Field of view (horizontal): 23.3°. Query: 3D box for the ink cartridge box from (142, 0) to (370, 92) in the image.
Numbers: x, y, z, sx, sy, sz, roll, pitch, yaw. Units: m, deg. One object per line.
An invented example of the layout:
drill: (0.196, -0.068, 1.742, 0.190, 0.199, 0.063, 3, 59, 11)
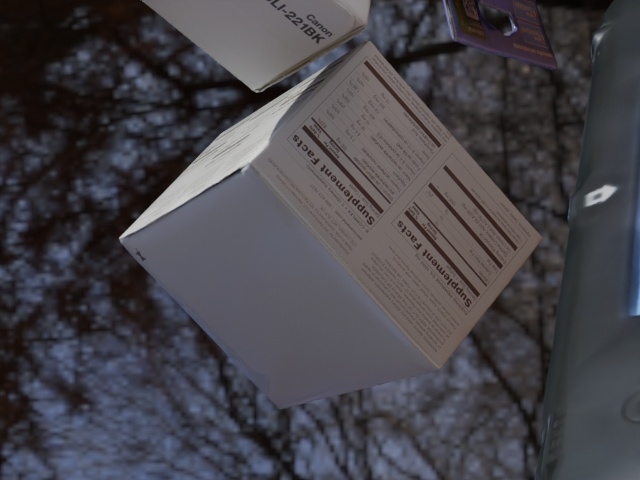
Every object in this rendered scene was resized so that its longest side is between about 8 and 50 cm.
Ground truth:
ink cartridge box: (-0.057, -0.272, 1.104, 0.197, 0.114, 0.272, 37, -138, -30)

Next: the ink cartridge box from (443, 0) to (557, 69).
ink cartridge box: (0.105, -0.265, 0.931, 0.186, 0.065, 0.311, 1, -100, -65)

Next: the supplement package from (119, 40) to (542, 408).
supplement package: (0.000, 0.000, 1.207, 0.204, 0.262, 0.145, 48, -118, -11)

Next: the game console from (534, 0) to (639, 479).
game console: (0.238, -0.056, 0.506, 0.060, 0.342, 0.386, 62, -154, -24)
